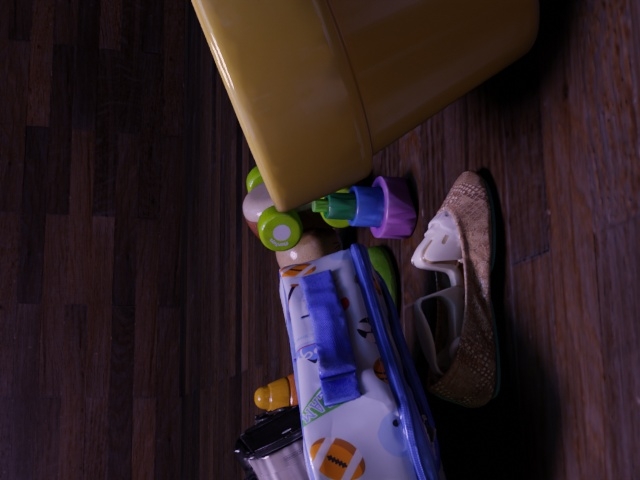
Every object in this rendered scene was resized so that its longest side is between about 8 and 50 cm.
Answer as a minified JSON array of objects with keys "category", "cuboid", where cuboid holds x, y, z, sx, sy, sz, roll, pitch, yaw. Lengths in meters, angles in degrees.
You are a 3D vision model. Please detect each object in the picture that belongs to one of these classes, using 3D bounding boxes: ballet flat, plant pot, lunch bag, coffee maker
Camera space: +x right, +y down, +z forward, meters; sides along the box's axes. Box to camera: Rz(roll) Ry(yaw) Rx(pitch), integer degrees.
[{"category":"ballet flat","cuboid":[0.112,0.037,0.827,0.073,0.067,0.206,139,131,-66]},{"category":"plant pot","cuboid":[0.029,-0.180,0.766,0.254,0.239,0.254,158,90,-87]},{"category":"lunch bag","cuboid":[0.041,0.154,0.830,0.303,0.115,0.243,-106,1,-58]},{"category":"coffee maker","cuboid":[-0.007,0.274,1.052,0.178,0.120,0.171,66,-168,-3]}]

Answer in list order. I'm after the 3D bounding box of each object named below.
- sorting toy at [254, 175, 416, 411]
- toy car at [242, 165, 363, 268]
[{"category":"sorting toy","cuboid":[0.005,0.088,1.098,0.127,0.126,0.366,-109,25,-53]},{"category":"toy car","cuboid":[0.000,0.000,1.204,0.155,0.149,0.188,-110,-2,-61]}]
